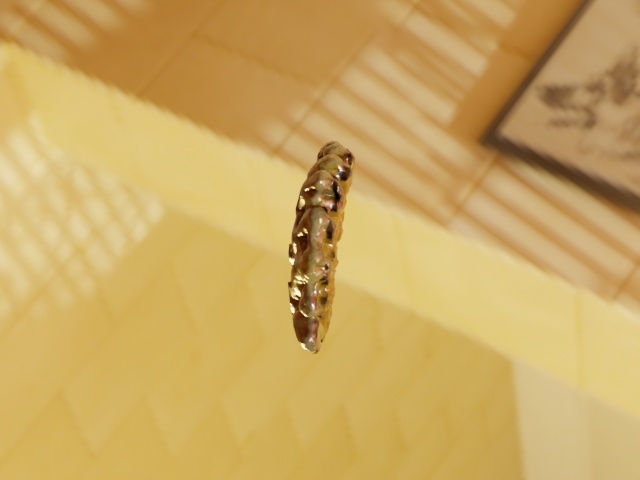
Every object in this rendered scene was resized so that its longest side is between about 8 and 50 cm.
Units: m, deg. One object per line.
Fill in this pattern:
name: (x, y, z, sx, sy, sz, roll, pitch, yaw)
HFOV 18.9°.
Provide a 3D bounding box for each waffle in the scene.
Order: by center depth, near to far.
waffle: (-0.003, -0.001, 1.991, 0.054, 0.204, 0.223, 10, 11, 2)
